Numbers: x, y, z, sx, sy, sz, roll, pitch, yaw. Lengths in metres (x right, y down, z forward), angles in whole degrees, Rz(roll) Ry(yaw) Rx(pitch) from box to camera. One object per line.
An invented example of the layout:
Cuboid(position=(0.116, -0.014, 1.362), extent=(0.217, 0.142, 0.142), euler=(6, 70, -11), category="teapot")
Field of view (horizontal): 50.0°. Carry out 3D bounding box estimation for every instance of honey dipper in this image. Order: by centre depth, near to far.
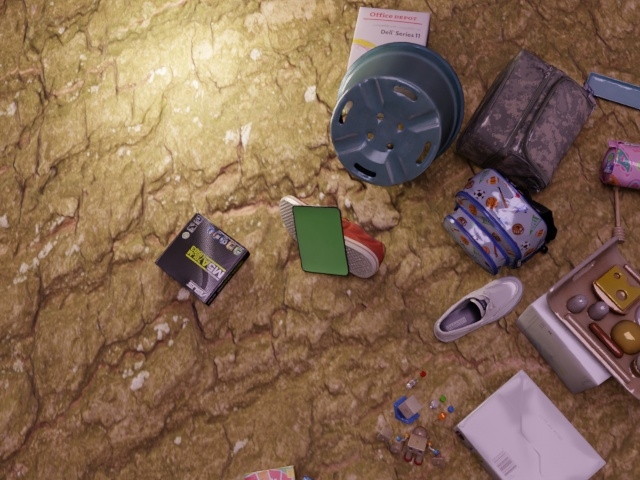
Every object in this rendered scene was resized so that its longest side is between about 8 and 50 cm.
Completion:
Cuboid(position=(0.769, -0.071, 1.772), extent=(0.030, 0.030, 0.161), euler=(4, 70, 8), category="honey dipper")

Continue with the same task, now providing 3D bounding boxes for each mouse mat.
Cuboid(position=(0.000, 0.000, 1.765), extent=(0.152, 0.007, 0.190), euler=(5, 114, 35), category="mouse mat")

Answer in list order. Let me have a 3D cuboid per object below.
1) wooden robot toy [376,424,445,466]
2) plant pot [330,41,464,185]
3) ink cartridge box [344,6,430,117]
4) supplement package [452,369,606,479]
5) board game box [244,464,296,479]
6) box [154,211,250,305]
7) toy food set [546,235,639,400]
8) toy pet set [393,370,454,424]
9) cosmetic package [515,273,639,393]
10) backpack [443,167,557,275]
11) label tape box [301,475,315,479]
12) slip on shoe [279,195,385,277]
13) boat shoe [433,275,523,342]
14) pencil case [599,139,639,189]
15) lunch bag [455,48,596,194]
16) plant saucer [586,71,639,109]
Cuboid(position=(0.226, 0.484, 1.656), extent=(0.173, 0.076, 0.079), euler=(17, 40, 12), category="wooden robot toy")
Cuboid(position=(0.178, -0.297, 1.678), extent=(0.341, 0.334, 0.341), euler=(4, 111, 10), category="plant pot")
Cuboid(position=(0.193, -0.529, 1.932), extent=(0.207, 0.119, 0.354), euler=(8, 74, 9), category="ink cartridge box")
Cuboid(position=(0.468, 0.470, 1.577), extent=(0.204, 0.145, 0.262), euler=(-38, 72, -6), category="supplement package")
Cuboid(position=(-0.104, 0.682, 1.639), extent=(0.124, 0.039, 0.260), euler=(-11, 75, 3), category="board game box")
Cuboid(position=(-0.318, 0.049, 1.853), extent=(0.190, 0.045, 0.184), euler=(36, 78, 16), category="box")
Cuboid(position=(0.660, 0.160, 1.445), extent=(0.219, 0.092, 0.306), euler=(-35, 73, -16), category="toy food set")
Cuboid(position=(0.241, 0.404, 1.682), extent=(0.114, 0.065, 0.122), euler=(-25, 71, -39), category="toy pet set")
Cuboid(position=(0.590, 0.222, 1.598), extent=(0.138, 0.224, 0.225), euler=(-36, 72, -5), category="cosmetic package")
Cuboid(position=(0.428, -0.050, 1.681), extent=(0.213, 0.263, 0.276), euler=(-44, 74, -7), category="backpack")
Cuboid(position=(-0.003, 0.739, 1.543), extent=(0.240, 0.106, 0.334), euler=(25, 73, 4), category="label tape box")
Cuboid(position=(0.028, -0.020, 1.812), extent=(0.331, 0.123, 0.101), euler=(31, 44, 21), category="slip on shoe")
Cuboid(position=(0.399, 0.170, 1.709), extent=(0.258, 0.084, 0.095), euler=(-36, 72, -5), category="boat shoe")
Cuboid(position=(0.863, -0.182, 1.745), extent=(0.284, 0.124, 0.124), euler=(11, 74, 9), category="pencil case")
Cuboid(position=(0.542, -0.304, 1.786), extent=(0.256, 0.212, 0.305), euler=(33, 79, -2), category="lunch bag")
Cuboid(position=(0.820, -0.402, 1.873), extent=(0.192, 0.018, 0.067), euler=(21, 76, 13), category="plant saucer")
